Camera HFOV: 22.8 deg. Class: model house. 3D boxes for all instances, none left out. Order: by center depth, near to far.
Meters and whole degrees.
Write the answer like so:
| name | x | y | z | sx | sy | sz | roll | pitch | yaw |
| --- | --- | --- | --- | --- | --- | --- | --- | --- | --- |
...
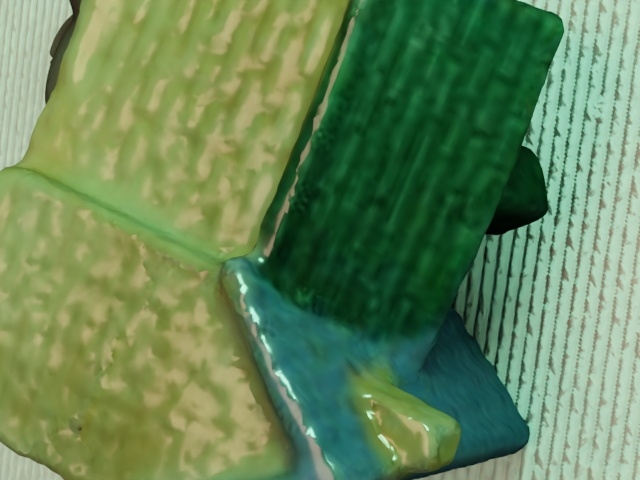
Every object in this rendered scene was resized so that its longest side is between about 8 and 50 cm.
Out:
| name | x | y | z | sx | sy | sz | roll | pitch | yaw |
| --- | --- | --- | --- | --- | --- | --- | --- | --- | --- |
| model house | 0.000 | 0.000 | 1.068 | 0.342 | 0.334 | 0.382 | 23 | 100 | 28 |

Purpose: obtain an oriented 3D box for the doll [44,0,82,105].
| name | x | y | z | sx | sy | sz | roll | pitch | yaw |
| --- | --- | --- | --- | --- | --- | --- | --- | --- | --- |
| doll | -0.157 | -0.156 | 1.311 | 0.182 | 0.117 | 0.257 | 19 | 102 | 38 |
